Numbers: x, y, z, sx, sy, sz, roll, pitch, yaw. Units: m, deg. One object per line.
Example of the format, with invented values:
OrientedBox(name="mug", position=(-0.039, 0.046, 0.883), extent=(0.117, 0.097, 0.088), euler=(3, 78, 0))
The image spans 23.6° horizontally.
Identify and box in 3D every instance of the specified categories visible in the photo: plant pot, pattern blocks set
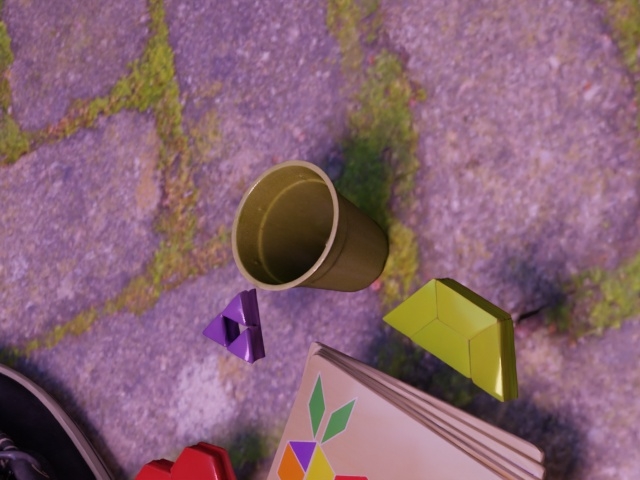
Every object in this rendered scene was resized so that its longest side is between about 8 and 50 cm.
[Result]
OrientedBox(name="plant pot", position=(0.000, 0.000, 0.968), extent=(0.083, 0.079, 0.083), euler=(-13, 68, 34))
OrientedBox(name="pattern blocks set", position=(0.038, 0.155, 0.879), extent=(0.325, 0.026, 0.285), euler=(40, 117, 29))

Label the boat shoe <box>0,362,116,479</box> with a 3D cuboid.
OrientedBox(name="boat shoe", position=(-0.233, 0.209, 1.036), extent=(0.500, 0.156, 0.186), euler=(35, 100, 41))
